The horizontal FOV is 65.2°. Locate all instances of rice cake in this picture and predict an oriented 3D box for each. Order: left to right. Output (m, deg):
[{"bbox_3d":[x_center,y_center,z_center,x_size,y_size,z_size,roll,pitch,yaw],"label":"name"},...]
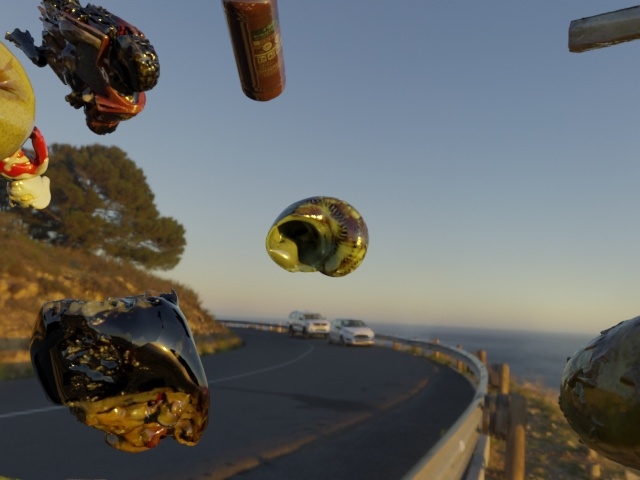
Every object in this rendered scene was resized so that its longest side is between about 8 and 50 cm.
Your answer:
[{"bbox_3d":[0.408,-0.264,0.601,0.206,0.047,0.036,4,11,42],"label":"rice cake"}]

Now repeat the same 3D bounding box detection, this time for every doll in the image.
[{"bbox_3d":[-0.664,-0.195,1.045,0.188,0.099,0.384,6,-34,-1],"label":"doll"}]

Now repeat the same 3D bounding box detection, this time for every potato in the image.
[{"bbox_3d":[0.359,0.134,0.473,0.141,0.176,0.298,34,-36,-5],"label":"potato"}]

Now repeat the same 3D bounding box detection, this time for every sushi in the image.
[{"bbox_3d":[-0.248,0.168,0.652,0.212,0.204,0.200,-3,-4,-5],"label":"sushi"}]

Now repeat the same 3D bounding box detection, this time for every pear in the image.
[{"bbox_3d":[-0.418,-0.166,0.578,0.136,0.167,0.167,-20,-12,8],"label":"pear"}]

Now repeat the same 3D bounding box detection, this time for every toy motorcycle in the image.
[{"bbox_3d":[-0.416,-0.323,0.854,0.401,0.207,0.134,39,41,17],"label":"toy motorcycle"}]

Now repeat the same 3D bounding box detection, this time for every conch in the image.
[{"bbox_3d":[0.000,0.000,0.976,0.187,0.182,0.124,-30,16,6],"label":"conch"}]

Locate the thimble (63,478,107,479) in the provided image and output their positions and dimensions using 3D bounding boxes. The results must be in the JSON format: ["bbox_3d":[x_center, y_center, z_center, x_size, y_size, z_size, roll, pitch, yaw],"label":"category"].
[{"bbox_3d":[-0.323,0.474,0.634,0.291,0.292,0.195,-2,-46,28],"label":"thimble"}]

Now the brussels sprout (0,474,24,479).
[{"bbox_3d":[-0.306,0.325,0.329,0.247,0.328,0.328,47,17,29],"label":"brussels sprout"}]

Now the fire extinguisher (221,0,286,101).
[{"bbox_3d":[-0.136,-0.458,1.069,0.114,0.135,0.337,34,-19,15],"label":"fire extinguisher"}]
